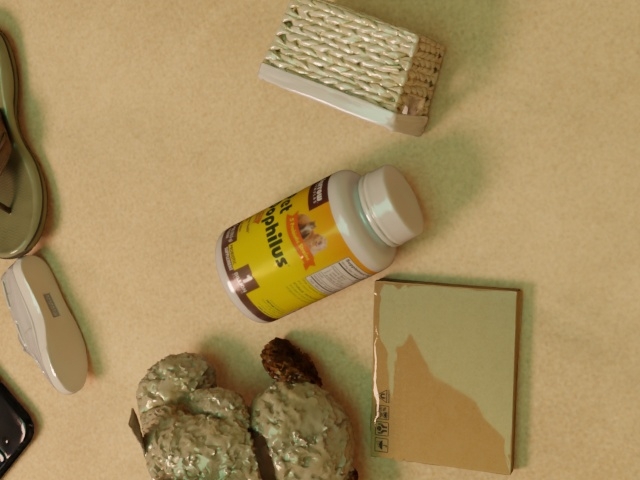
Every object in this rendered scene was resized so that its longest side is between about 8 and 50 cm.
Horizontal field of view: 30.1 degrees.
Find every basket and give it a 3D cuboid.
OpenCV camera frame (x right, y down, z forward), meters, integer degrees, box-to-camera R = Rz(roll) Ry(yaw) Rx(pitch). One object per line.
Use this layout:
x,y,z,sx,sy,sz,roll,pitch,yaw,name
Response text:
0.038,-0.187,1.260,0.167,0.113,0.103,25,100,20,basket

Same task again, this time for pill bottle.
0.000,0.000,1.289,0.215,0.117,0.117,-26,84,23,pill bottle

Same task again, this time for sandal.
-0.425,-0.122,1.479,0.120,0.086,0.303,-13,90,24,sandal

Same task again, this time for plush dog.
-0.073,0.235,1.323,0.225,0.210,0.263,-19,89,-3,plush dog

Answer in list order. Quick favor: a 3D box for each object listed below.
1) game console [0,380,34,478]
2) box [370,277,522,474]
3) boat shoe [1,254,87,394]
-0.561,0.263,1.528,0.250,0.173,0.293,46,111,14,game console
0.134,0.147,1.296,0.164,0.021,0.201,4,96,23,box
-0.350,0.111,1.484,0.063,0.066,0.184,-31,83,33,boat shoe
